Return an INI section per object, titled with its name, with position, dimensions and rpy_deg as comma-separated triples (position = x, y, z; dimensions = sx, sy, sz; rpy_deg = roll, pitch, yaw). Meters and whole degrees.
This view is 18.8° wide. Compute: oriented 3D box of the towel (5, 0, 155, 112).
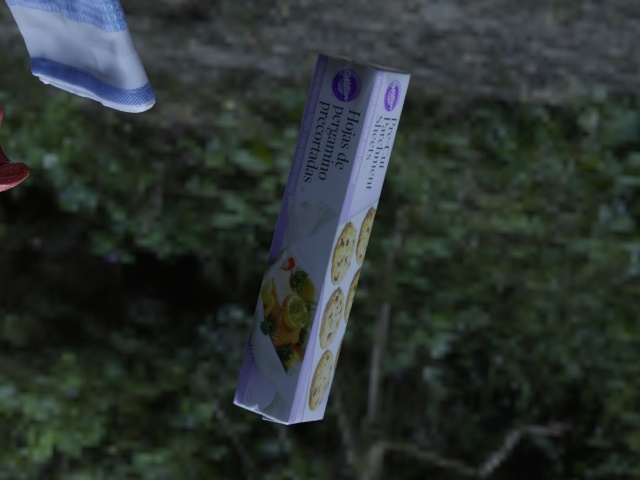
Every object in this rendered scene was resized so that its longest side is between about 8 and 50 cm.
[towel]
position = -0.245, -0.247, 1.675
dimensions = 0.034, 0.285, 0.209
rpy_deg = -33, -150, -23

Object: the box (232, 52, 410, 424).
[box]
position = 0.000, 0.000, 1.689
dimensions = 0.063, 0.324, 0.067
rpy_deg = 19, -171, 27

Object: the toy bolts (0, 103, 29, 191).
[toy bolts]
position = -0.428, -0.078, 1.894
dimensions = 0.228, 0.218, 0.158
rpy_deg = -4, 155, -42
